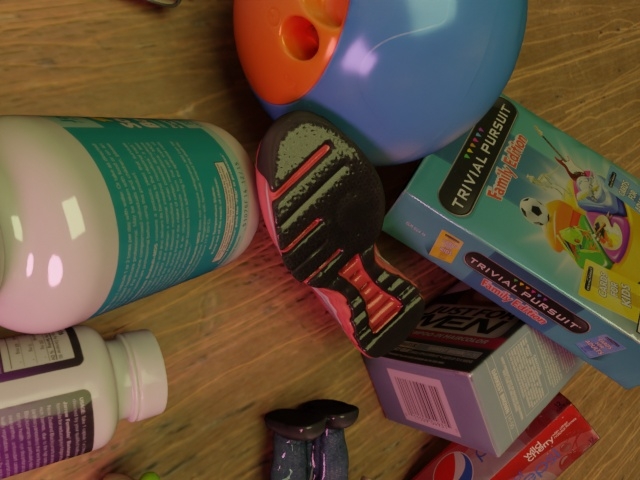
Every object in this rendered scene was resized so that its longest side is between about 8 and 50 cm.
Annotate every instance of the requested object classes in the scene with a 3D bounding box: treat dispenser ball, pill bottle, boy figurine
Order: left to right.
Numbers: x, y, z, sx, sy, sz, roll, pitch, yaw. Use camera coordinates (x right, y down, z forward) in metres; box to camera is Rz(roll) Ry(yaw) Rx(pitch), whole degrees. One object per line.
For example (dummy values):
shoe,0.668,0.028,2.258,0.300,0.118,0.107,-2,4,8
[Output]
pill bottle,-0.233,0.130,0.435,0.193,0.108,0.108,-7,92,-34
pill bottle,-0.169,-0.020,0.402,0.264,0.146,0.146,-24,104,-63
boy figurine,-0.010,0.334,0.596,0.177,0.092,0.285,0,85,-37
treat dispenser ball,0.056,-0.220,0.535,0.288,0.288,0.288,1,88,-35

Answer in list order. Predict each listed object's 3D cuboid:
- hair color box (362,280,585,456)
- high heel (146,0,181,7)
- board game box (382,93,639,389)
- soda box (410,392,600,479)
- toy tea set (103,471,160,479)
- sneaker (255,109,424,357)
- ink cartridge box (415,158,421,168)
hair color box,0.261,0.116,0.730,0.374,0.185,0.113,-28,103,-32
high heel,-0.244,-0.253,0.444,0.186,0.093,0.261,54,53,-14
board game box,0.273,-0.025,0.643,0.336,0.079,0.254,33,54,2
soda box,0.228,0.301,0.700,0.263,0.083,0.092,-44,115,1
toy tea set,-0.085,0.342,0.480,0.124,0.200,0.336,-39,105,-20
sneaker,0.000,0.001,0.554,0.116,0.136,0.314,-39,132,-13
ink cartridge box,0.212,-0.041,0.771,0.180,0.060,0.104,27,73,-28
